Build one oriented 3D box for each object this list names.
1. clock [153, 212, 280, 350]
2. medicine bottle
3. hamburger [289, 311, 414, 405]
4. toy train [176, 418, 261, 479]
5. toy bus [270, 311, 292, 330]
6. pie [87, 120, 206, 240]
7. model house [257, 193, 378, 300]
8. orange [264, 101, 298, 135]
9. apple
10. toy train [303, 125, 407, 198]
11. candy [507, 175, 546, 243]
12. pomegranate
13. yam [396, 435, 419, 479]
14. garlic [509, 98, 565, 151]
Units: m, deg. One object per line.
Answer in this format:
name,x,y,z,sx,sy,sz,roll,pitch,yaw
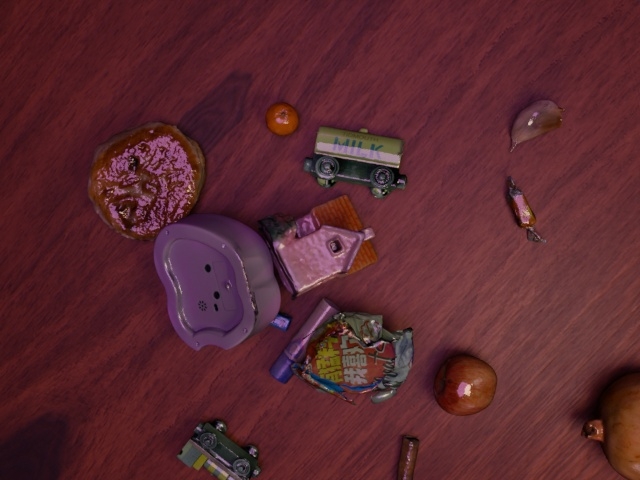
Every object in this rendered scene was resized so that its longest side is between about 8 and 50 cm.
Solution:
clock,-0.261,0.101,1.684,0.339,0.102,0.338,11,112,30
medicine bottle,-0.039,0.250,1.756,0.059,0.059,0.231,37,96,3
hamburger,0.081,0.263,1.689,0.276,0.150,0.260,13,119,-16
toy train,-0.251,0.552,1.792,0.200,0.083,0.132,39,108,3
toy bus,-0.116,0.195,1.768,0.083,0.046,0.038,24,95,4
pie,-0.438,-0.146,1.765,0.315,0.092,0.315,0,94,5
model house,0.000,0.000,1.656,0.237,0.237,0.202,-24,83,-7
orange,-0.094,-0.297,1.721,0.084,0.083,0.083,0,93,6
apple,0.346,0.344,1.678,0.131,0.146,0.146,16,95,-13
toy train,0.091,-0.199,1.703,0.253,0.105,0.157,11,80,6
candy,0.481,-0.068,1.683,0.046,0.053,0.182,-27,92,8
pomegranate,0.734,0.428,1.596,0.270,0.229,0.252,4,93,12
yam,0.204,0.652,1.760,0.045,0.045,0.326,10,95,28
garlic,0.502,-0.280,1.660,0.152,0.066,0.084,-26,92,5
